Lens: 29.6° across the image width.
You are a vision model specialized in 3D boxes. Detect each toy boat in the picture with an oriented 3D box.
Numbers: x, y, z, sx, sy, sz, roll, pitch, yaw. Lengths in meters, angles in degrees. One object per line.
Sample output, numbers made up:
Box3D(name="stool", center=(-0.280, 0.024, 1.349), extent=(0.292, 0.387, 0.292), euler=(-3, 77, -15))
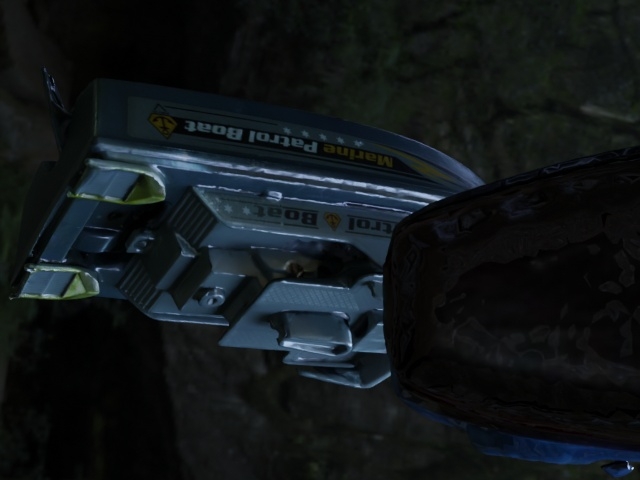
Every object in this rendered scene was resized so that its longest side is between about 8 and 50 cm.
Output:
Box3D(name="toy boat", center=(-0.001, 0.003, 0.605), extent=(0.114, 0.296, 0.122), euler=(-48, -137, 42))
Box3D(name="toy boat", center=(0.124, 0.018, 0.355), extent=(0.223, 0.097, 0.100), euler=(-6, -98, 25))
